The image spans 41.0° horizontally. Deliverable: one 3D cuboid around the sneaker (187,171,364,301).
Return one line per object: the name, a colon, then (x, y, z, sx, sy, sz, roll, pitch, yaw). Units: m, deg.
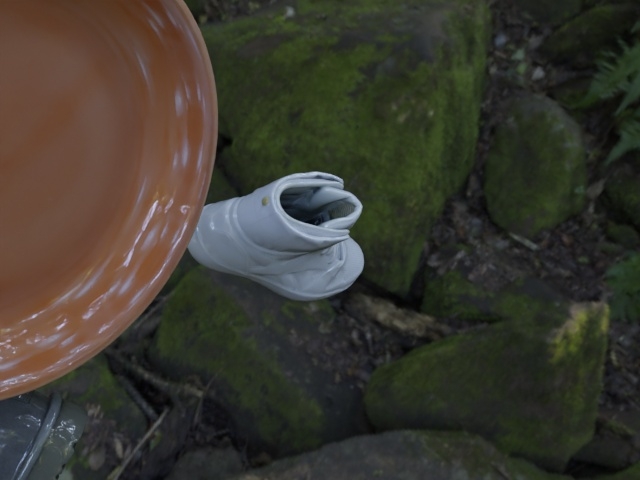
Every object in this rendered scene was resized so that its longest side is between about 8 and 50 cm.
sneaker: (0.000, 0.000, 1.035, 0.292, 0.169, 0.108, 13, 65, -50)

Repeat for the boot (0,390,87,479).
boot: (-0.238, 0.099, 0.385, 0.208, 0.076, 0.189, 31, 78, -18)

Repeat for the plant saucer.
plant saucer: (-0.126, -0.029, 0.348, 0.037, 0.200, 0.200, 25, 35, 34)
